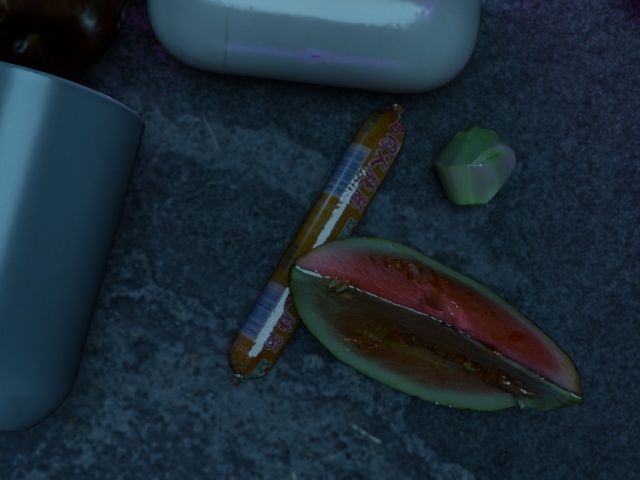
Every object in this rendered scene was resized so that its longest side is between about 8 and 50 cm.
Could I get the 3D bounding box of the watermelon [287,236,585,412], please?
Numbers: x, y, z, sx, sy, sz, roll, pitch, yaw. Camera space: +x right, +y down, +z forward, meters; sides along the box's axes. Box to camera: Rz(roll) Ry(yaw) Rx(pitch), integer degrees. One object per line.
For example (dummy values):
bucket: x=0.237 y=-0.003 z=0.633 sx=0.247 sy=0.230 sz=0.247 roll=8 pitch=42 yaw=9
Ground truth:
watermelon: x=0.096 y=0.101 z=0.905 sx=0.303 sy=0.159 sz=0.128 roll=26 pitch=110 yaw=-5

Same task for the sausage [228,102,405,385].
sausage: x=0.000 y=0.000 z=0.940 sx=0.053 sy=0.053 sz=0.348 roll=31 pitch=80 yaw=-2

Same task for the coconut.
coconut: x=0.167 y=-0.083 z=0.960 sx=0.083 sy=0.082 sz=0.081 roll=-6 pitch=113 yaw=31

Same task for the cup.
cup: x=-0.300 y=0.007 z=0.828 sx=0.205 sy=0.205 sz=0.312 roll=13 pitch=81 yaw=-5

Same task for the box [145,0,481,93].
box: x=0.000 y=-0.305 z=0.937 sx=0.349 sy=0.141 sz=0.289 roll=6 pitch=83 yaw=-6

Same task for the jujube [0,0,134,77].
jujube: x=-0.274 y=-0.312 z=0.856 sx=0.223 sy=0.223 sz=0.318 roll=-5 pitch=65 yaw=-7
